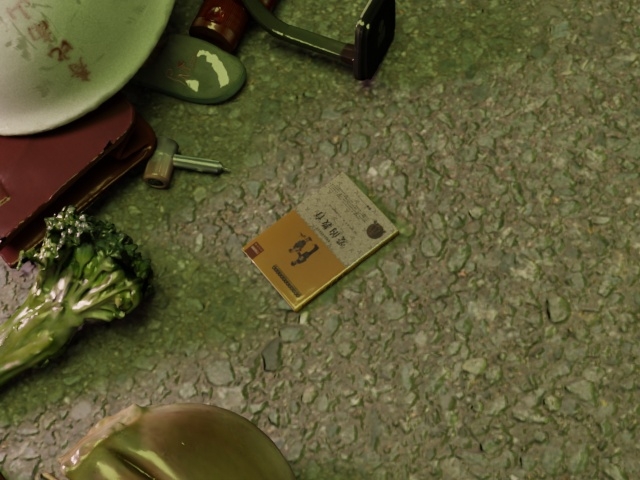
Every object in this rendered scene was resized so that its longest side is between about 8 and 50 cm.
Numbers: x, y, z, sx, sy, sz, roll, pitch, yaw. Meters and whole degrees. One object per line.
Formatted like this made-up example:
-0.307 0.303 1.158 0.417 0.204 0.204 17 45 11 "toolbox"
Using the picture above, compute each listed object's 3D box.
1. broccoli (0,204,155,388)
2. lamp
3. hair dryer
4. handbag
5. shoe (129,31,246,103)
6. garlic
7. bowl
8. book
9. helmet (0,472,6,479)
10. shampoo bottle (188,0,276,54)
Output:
-0.352 0.097 1.405 0.304 0.145 0.165 -45 106 -2 "broccoli"
-0.013 -0.362 1.542 0.283 0.124 0.203 29 59 3 "lamp"
-0.177 -0.099 1.514 0.114 0.037 0.063 9 66 4 "hair dryer"
-0.389 -0.129 1.518 0.275 0.084 0.260 -40 61 -7 "handbag"
-0.203 -0.249 1.561 0.195 0.078 0.079 12 67 18 "shoe"
-0.100 0.326 1.195 0.231 0.245 0.340 -33 49 -20 "garlic"
-0.415 -0.371 1.450 0.435 0.196 0.434 -6 72 17 "bowl"
0.000 0.000 1.452 0.172 0.012 0.118 -38 65 -10 "book"
-0.531 0.366 1.242 0.338 0.230 0.384 -2 63 6 "helmet"
-0.094 -0.413 1.620 0.118 0.076 0.314 24 70 2 "shampoo bottle"
